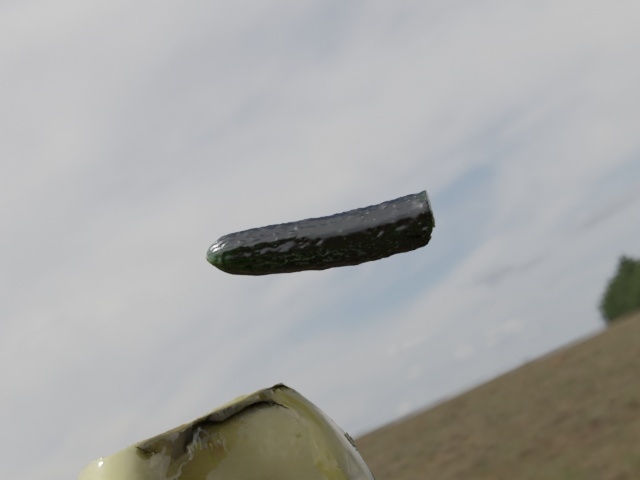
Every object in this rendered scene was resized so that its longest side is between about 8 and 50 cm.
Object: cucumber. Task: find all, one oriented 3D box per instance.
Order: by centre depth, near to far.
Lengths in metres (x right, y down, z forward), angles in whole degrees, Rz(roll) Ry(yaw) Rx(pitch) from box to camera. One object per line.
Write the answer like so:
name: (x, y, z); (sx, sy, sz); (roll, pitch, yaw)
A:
cucumber: (0.000, 0.000, 1.447); (0.214, 0.052, 0.058); (-11, -35, 8)

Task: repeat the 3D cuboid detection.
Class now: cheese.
cheese: (-0.035, 0.281, 1.316); (0.259, 0.316, 0.128); (-26, -20, -31)
